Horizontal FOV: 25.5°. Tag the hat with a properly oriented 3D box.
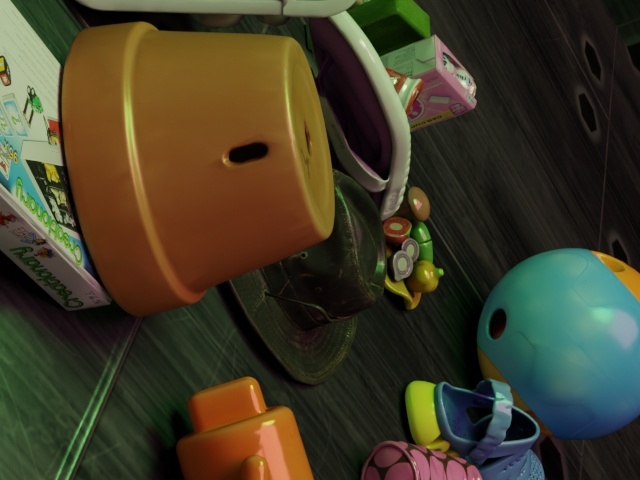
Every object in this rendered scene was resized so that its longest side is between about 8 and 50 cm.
[{"bbox_3d":[0.000,0.000,1.693,0.331,0.134,0.331,37,44,-47],"label":"hat"}]

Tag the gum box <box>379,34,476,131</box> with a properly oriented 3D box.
[{"bbox_3d":[0.114,-0.205,1.959,0.107,0.188,0.062,38,42,-46],"label":"gum box"}]

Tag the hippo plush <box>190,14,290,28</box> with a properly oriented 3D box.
[{"bbox_3d":[-0.106,-0.377,1.693,0.236,0.294,0.234,-92,-173,-77],"label":"hippo plush"}]

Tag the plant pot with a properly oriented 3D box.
[{"bbox_3d":[-0.105,-0.083,1.387,0.291,0.203,0.291,-9,90,-81],"label":"plant pot"}]

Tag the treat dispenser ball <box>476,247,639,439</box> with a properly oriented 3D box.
[{"bbox_3d":[0.378,0.155,2.121,0.288,0.288,0.288,39,42,-46],"label":"treat dispenser ball"}]

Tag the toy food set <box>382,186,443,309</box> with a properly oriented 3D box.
[{"bbox_3d":[0.120,-0.015,1.982,0.128,0.071,0.218,-17,89,-62],"label":"toy food set"}]

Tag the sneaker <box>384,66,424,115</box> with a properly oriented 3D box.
[{"bbox_3d":[0.053,-0.181,1.895,0.128,0.221,0.087,30,60,0],"label":"sneaker"}]

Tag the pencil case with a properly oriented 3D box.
[{"bbox_3d":[0.135,0.315,1.795,0.098,0.095,0.209,46,15,33],"label":"pencil case"}]

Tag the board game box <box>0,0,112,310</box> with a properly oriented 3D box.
[{"bbox_3d":[-0.261,-0.083,1.253,0.305,0.053,0.193,60,23,-61],"label":"board game box"}]

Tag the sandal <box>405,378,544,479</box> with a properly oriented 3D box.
[{"bbox_3d":[0.246,0.283,1.967,0.317,0.138,0.126,41,38,-47],"label":"sandal"}]

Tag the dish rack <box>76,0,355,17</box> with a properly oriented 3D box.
[{"bbox_3d":[-0.115,-0.387,1.514,0.072,0.332,0.286,-126,-143,-76],"label":"dish rack"}]

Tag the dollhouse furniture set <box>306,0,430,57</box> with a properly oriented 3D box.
[{"bbox_3d":[0.114,-0.325,2.072,0.301,0.151,0.198,32,47,-51],"label":"dollhouse furniture set"}]

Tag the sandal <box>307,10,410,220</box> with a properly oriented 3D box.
[{"bbox_3d":[0.031,-0.127,1.734,0.169,0.102,0.416,47,-14,29],"label":"sandal"}]

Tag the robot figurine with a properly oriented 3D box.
[{"bbox_3d":[-0.069,0.251,1.420,0.128,0.158,0.219,-16,88,-40],"label":"robot figurine"}]
